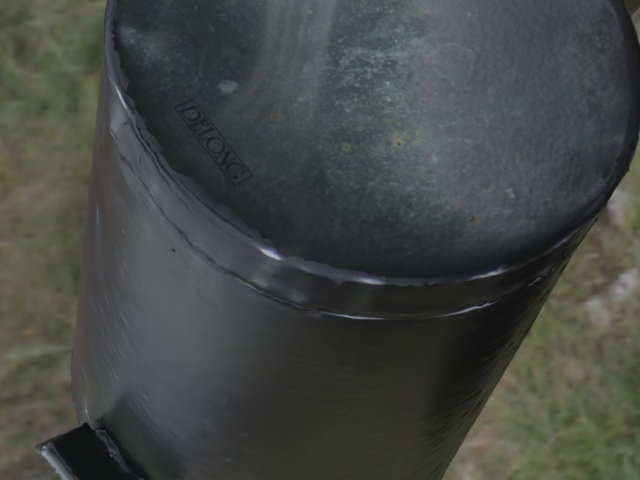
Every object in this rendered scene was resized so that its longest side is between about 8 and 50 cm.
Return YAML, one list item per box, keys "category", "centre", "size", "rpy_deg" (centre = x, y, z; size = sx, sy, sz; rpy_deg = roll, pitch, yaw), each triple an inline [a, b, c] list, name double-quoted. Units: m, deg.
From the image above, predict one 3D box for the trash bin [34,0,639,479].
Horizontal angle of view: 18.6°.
- category: "trash bin"
  centre: [0.000, 0.000, 0.839]
  size: [0.203, 0.252, 0.301]
  rpy_deg: [49, 153, 18]
